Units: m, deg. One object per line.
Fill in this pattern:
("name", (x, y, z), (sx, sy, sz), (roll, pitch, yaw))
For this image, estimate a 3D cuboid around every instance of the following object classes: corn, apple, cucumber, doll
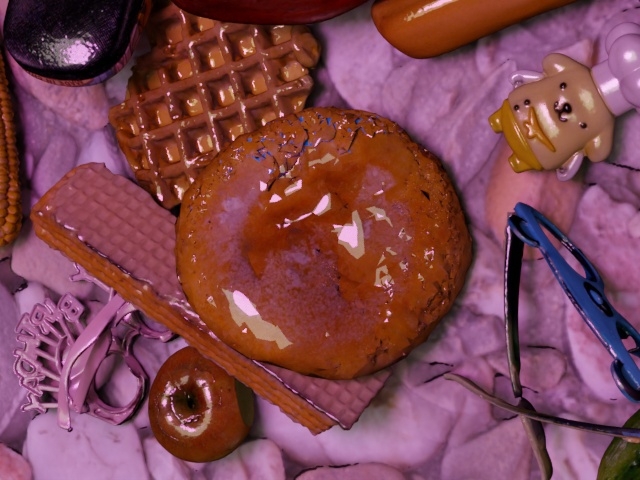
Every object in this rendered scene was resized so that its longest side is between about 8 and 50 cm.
("corn", (-0.377, -0.130, 1.244), (0.101, 0.101, 0.292), (-12, 85, 24))
("apple", (-0.117, 0.159, 1.140), (0.099, 0.102, 0.114), (-14, 79, 12))
("cucumber", (0.315, 0.133, 0.968), (0.250, 0.056, 0.056), (-46, 75, 20))
("doll", (0.225, -0.118, 0.989), (0.162, 0.062, 0.106), (-29, 86, 22))

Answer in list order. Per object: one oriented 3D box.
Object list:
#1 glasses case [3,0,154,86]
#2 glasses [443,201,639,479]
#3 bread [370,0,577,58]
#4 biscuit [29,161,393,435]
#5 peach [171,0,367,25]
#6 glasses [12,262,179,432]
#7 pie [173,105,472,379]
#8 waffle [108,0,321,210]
("glasses case", (-0.204, -0.296, 1.114), (0.122, 0.082, 0.321), (10, 73, 15))
("glasses", (0.202, 0.096, 0.999), (0.239, 0.102, 0.207), (62, 148, 26))
("bread", (0.161, -0.221, 1.000), (0.239, 0.092, 0.074), (-20, 118, 25))
("biscuit", (-0.108, 0.051, 1.110), (0.378, 0.094, 0.054), (33, 146, 12))
("peach", (-0.027, -0.301, 0.995), (0.245, 0.248, 0.275), (35, 98, -20))
("glasses", (-0.243, 0.089, 1.196), (0.162, 0.095, 0.255), (38, 104, 23))
("pie", (0.001, 0.000, 1.053), (0.273, 0.069, 0.273), (0, 82, -2))
("waffle", (-0.117, -0.149, 1.145), (0.249, 0.056, 0.253), (44, 110, 16))
